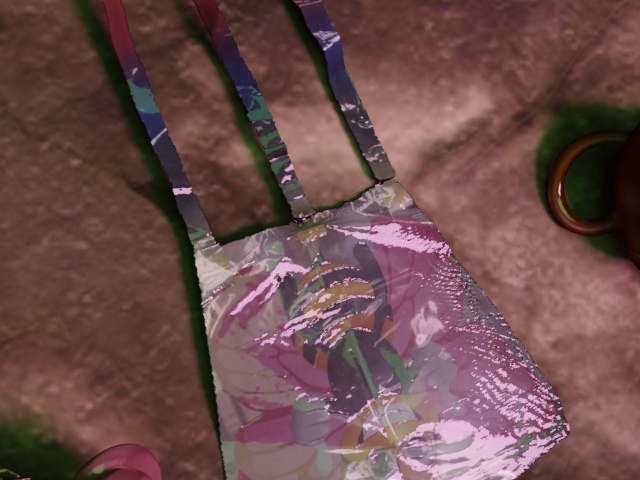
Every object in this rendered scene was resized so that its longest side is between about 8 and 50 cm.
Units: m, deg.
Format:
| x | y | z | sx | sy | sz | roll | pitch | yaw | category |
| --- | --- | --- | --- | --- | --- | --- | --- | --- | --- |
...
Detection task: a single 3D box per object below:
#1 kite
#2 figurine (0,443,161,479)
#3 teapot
| x | y | z | sx | sy | sz | roll | pitch | yaw | category |
| --- | --- | --- | --- | --- | --- | --- | --- | --- | --- |
| -0.001 | 0.000 | 0.827 | 0.204 | 0.022 | 0.360 | -20 | 91 | -17 | kite |
| -0.135 | 0.154 | 0.716 | 0.157 | 0.114 | 0.126 | 20 | 67 | -11 | figurine |
| 0.216 | -0.015 | 0.853 | 0.173 | 0.116 | 0.116 | 12 | 77 | 14 | teapot |
